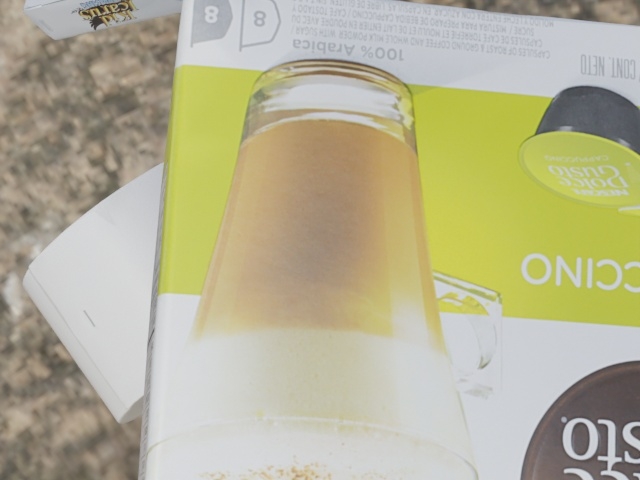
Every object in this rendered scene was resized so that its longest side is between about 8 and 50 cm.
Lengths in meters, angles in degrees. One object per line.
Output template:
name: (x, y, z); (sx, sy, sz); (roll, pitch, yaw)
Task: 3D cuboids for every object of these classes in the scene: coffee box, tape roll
coffee box: (0.065, 0.074, 0.909); (0.337, 0.338, 0.334); (5, 79, -7)
tape roll: (-0.145, 0.042, 1.496); (0.246, 0.246, 0.169); (-34, 83, -10)

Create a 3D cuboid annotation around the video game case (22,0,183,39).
video game case: (-0.145, -0.334, 1.462); (0.244, 0.061, 0.269); (-7, 59, 32)
